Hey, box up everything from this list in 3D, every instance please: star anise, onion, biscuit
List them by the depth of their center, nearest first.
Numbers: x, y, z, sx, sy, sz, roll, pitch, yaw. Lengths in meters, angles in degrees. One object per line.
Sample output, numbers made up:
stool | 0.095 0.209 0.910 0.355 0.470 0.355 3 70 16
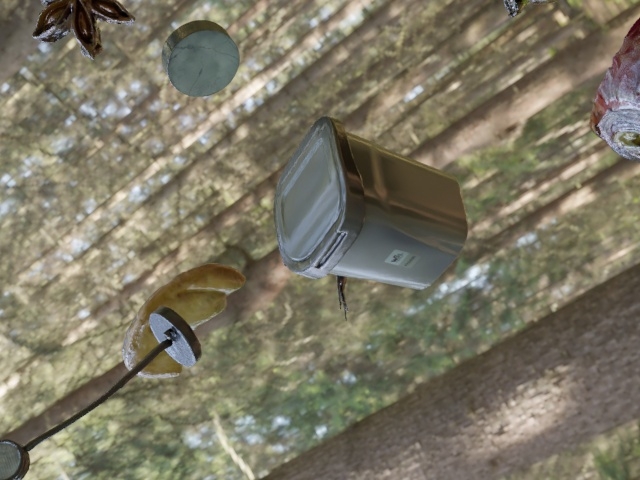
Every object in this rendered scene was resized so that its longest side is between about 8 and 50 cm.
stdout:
onion | 0.489 -0.199 1.187 0.207 0.216 0.206 35 157 23
biscuit | -0.288 0.158 1.886 0.154 0.299 0.045 27 -164 -32
star anise | -0.486 -0.466 1.887 0.220 0.214 0.099 60 -164 0

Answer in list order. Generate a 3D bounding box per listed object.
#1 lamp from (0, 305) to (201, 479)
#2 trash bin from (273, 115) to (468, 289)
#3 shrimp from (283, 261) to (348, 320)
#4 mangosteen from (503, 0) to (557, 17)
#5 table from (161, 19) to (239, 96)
lamp | -0.344 0.260 1.469 0.130 0.371 0.108 40 169 20
trash bin | 0.083 -0.044 1.507 0.250 0.220 0.219 15 -133 -23
shrimp | 0.006 -0.004 1.751 0.145 0.116 0.343 -2 -123 -13
mangosteen | 0.374 -0.526 1.465 0.311 0.311 0.311 38 -146 -31
table | -0.214 -0.324 1.668 0.133 0.133 0.043 27 -158 -42
